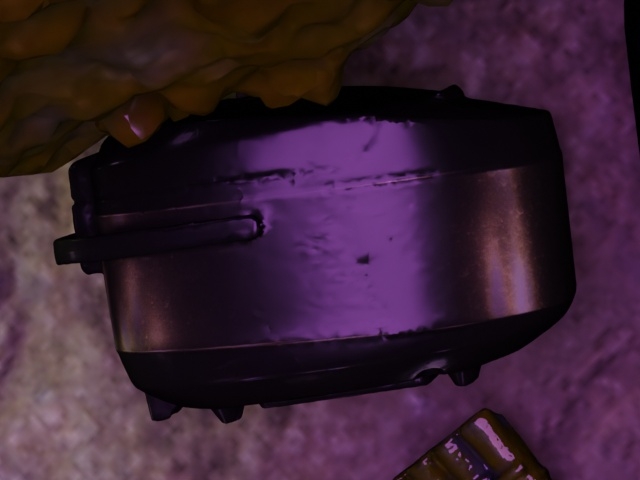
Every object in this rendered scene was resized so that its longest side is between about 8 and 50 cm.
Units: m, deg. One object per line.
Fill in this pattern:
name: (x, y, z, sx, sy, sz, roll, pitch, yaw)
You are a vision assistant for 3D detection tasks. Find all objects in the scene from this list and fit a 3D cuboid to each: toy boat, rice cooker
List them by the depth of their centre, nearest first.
rice cooker: (0.000, 0.000, 0.586, 0.165, 0.112, 0.106, -14, 94, 17)
toy boat: (0.070, 0.118, 0.612, 0.063, 0.016, 0.115, -43, 80, 23)

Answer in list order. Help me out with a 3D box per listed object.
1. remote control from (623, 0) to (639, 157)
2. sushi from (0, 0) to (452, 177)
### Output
remote control: (0.182, 0.055, 0.568, 0.145, 0.062, 0.398, -9, 89, 13)
sushi: (-0.093, -0.214, 0.478, 0.240, 0.351, 0.396, -16, 83, 11)
